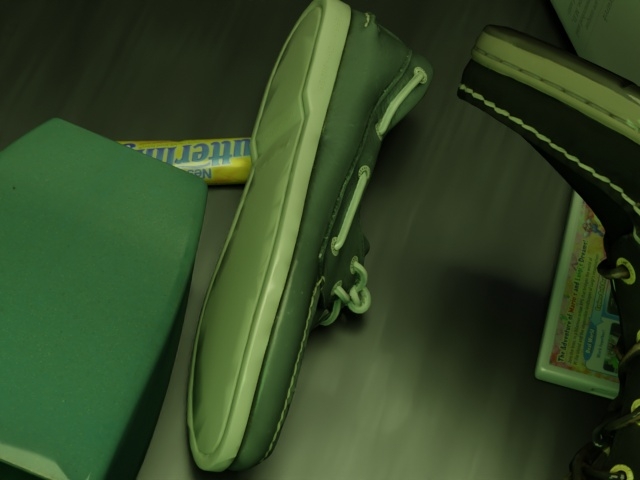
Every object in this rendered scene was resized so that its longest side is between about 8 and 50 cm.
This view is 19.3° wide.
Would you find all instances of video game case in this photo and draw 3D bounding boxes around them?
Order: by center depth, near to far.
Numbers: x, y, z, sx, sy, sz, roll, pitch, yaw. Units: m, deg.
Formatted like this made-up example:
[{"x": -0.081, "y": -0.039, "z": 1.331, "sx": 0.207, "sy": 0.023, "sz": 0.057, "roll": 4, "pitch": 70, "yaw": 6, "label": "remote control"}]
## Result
[{"x": 0.223, "y": 0.037, "z": 1.222, "sx": 0.143, "sy": 0.019, "sz": 0.157, "roll": 15, "pitch": 63, "yaw": 1, "label": "video game case"}]

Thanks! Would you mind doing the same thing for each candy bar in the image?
[{"x": -0.096, "y": -0.052, "z": 1.227, "sx": 0.162, "sy": 0.018, "sz": 0.040, "roll": -2, "pitch": 64, "yaw": -8, "label": "candy bar"}]

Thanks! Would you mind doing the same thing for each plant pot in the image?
[{"x": -0.162, "y": 0.057, "z": 1.085, "sx": 0.165, "sy": 0.165, "sz": 0.234, "roll": 23, "pitch": 56, "yaw": 4, "label": "plant pot"}]

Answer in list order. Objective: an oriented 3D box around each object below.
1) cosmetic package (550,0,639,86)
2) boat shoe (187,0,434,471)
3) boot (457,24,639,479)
[{"x": 0.286, "y": -0.169, "z": 1.248, "sx": 0.217, "sy": 0.156, "sz": 0.385, "roll": -16, "pitch": 62, "yaw": -17, "label": "cosmetic package"}, {"x": 0.000, "y": 0.000, "z": 1.159, "sx": 0.099, "sy": 0.116, "sz": 0.319, "roll": 23, "pitch": 64, "yaw": -19, "label": "boat shoe"}, {"x": 0.178, "y": 0.084, "z": 1.045, "sx": 0.377, "sy": 0.138, "sz": 0.284, "roll": 35, "pitch": 102, "yaw": -1, "label": "boot"}]
